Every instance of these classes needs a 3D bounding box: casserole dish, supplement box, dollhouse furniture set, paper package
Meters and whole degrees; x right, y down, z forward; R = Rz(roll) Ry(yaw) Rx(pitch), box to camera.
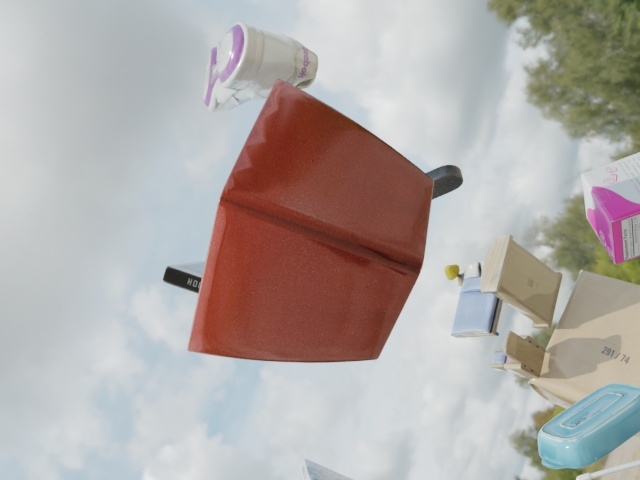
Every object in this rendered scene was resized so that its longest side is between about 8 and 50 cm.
[{"bbox_3d":[0.372,0.244,1.031,0.188,0.037,0.114,-28,4,-17],"label":"casserole dish"},{"bbox_3d":[0.524,-0.070,1.153,0.114,0.220,0.111,64,-170,-46],"label":"supplement box"},{"bbox_3d":[0.359,0.150,1.778,0.198,0.303,0.286,32,-114,-29],"label":"dollhouse furniture set"},{"bbox_3d":[0.689,0.260,1.700,0.168,0.324,0.310,41,-108,-48],"label":"paper package"}]

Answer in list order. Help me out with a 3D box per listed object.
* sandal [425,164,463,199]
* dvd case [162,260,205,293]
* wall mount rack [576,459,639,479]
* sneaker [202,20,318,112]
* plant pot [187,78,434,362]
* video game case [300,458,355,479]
[{"bbox_3d":[0.175,-0.102,1.602,0.097,0.254,0.055,40,-145,-56],"label":"sandal"},{"bbox_3d":[-0.134,0.075,1.212,0.238,0.179,0.030,-15,-57,-86],"label":"dvd case"},{"bbox_3d":[0.729,0.587,1.668,0.350,0.304,0.131,-53,-27,-62],"label":"wall mount rack"},{"bbox_3d":[-0.096,-0.248,1.171,0.305,0.152,0.114,-165,82,-72],"label":"sneaker"},{"bbox_3d":[0.000,0.000,0.964,0.267,0.235,0.267,-74,2,-49],"label":"plant pot"},{"bbox_3d":[0.064,0.432,1.288,0.183,0.201,0.023,122,172,-82],"label":"video game case"}]
